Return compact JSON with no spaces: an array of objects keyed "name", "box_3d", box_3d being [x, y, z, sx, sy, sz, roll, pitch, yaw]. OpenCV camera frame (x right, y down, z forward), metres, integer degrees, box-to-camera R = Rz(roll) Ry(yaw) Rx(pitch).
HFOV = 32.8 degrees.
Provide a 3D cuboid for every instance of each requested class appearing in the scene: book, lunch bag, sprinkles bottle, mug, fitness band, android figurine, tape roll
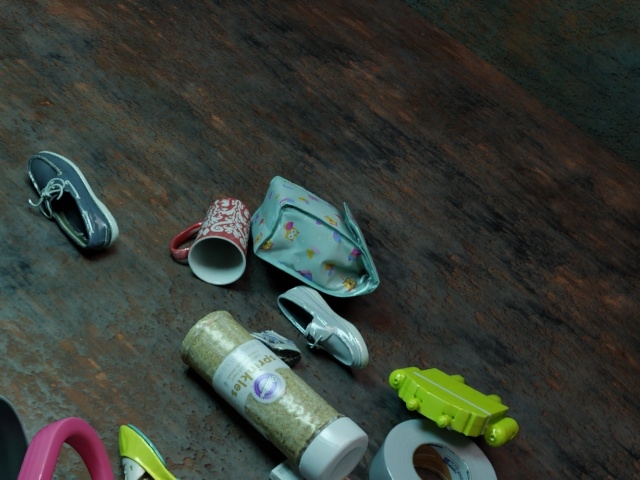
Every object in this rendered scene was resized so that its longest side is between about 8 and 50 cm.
[{"name":"book","box_3d":[-0.003,0.414,1.814,0.144,0.035,0.096,39,38,20]},{"name":"lunch bag","box_3d":[0.000,0.000,2.206,0.262,0.160,0.223,27,12,-13]},{"name":"sprinkles bottle","box_3d":[-0.083,0.267,1.846,0.355,0.121,0.121,38,37,26]},{"name":"mug","box_3d":[-0.210,-0.012,2.161,0.150,0.113,0.169,22,32,-9]},{"name":"fitness band","box_3d":[-0.346,0.382,1.517,0.209,0.054,0.291,57,18,-31]},{"name":"android figurine","box_3d":[0.243,0.300,2.002,0.248,0.056,0.273,27,11,22]},{"name":"tape roll","box_3d":[0.197,0.419,1.897,0.219,0.072,0.219,17,36,-13]}]

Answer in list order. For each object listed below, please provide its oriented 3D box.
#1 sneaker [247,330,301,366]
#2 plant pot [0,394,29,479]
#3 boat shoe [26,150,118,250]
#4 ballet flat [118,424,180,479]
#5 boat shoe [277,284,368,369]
[{"name":"sneaker","box_3d":[-0.103,0.194,2.023,0.135,0.052,0.058,20,25,-21]},{"name":"plant pot","box_3d":[-0.508,0.353,1.399,0.196,0.293,0.293,-5,39,2]},{"name":"boat shoe","box_3d":[-0.492,-0.075,2.082,0.254,0.095,0.079,51,30,17]},{"name":"ballet flat","box_3d":[-0.253,0.380,1.671,0.231,0.077,0.077,42,55,18]},{"name":"boat shoe","box_3d":[-0.001,0.174,2.089,0.081,0.079,0.227,-18,48,-36]}]
